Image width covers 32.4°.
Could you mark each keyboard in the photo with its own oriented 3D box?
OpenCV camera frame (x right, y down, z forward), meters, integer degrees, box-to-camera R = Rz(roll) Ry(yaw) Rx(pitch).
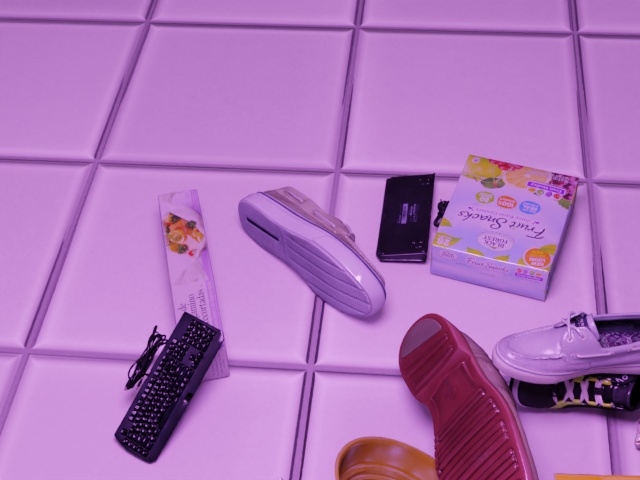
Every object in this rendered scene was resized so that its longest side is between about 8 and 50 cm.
[{"bbox_3d":[-0.210,0.181,1.422,0.100,0.038,0.192,24,79,26],"label":"keyboard"},{"bbox_3d":[0.146,-0.036,1.678,0.108,0.023,0.180,-4,45,15],"label":"keyboard"}]

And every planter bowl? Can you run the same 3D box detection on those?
[{"bbox_3d":[0.090,0.332,1.252,0.217,0.090,0.217,26,26,-13],"label":"planter bowl"}]

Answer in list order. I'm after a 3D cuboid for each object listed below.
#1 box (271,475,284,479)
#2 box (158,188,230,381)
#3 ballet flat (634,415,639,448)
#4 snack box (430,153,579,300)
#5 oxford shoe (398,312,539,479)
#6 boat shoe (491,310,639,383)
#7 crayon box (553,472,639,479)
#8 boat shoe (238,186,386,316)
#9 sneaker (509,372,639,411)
[{"bbox_3d":[-0.058,0.389,1.089,0.163,0.142,0.247,-29,37,15],"label":"box"},{"bbox_3d":[-0.185,0.057,1.579,0.063,0.067,0.324,-10,47,-6],"label":"box"},{"bbox_3d":[0.414,0.256,1.370,0.041,0.041,0.114,-11,45,-7],"label":"ballet flat"},{"bbox_3d":[0.274,-0.023,1.628,0.174,0.070,0.207,13,50,16],"label":"snack box"},{"bbox_3d":[0.208,0.229,1.332,0.130,0.123,0.348,29,28,-32],"label":"oxford shoe"},{"bbox_3d":[0.326,0.120,1.358,0.227,0.081,0.079,-3,41,-5],"label":"boat shoe"},{"bbox_3d":[0.428,0.369,1.228,0.322,0.083,0.203,1,46,3],"label":"crayon box"},{"bbox_3d":[0.000,0.000,1.598,0.094,0.109,0.302,-31,49,-27],"label":"boat shoe"},{"bbox_3d":[0.360,0.174,1.400,0.234,0.084,0.097,-10,20,-6],"label":"sneaker"}]
